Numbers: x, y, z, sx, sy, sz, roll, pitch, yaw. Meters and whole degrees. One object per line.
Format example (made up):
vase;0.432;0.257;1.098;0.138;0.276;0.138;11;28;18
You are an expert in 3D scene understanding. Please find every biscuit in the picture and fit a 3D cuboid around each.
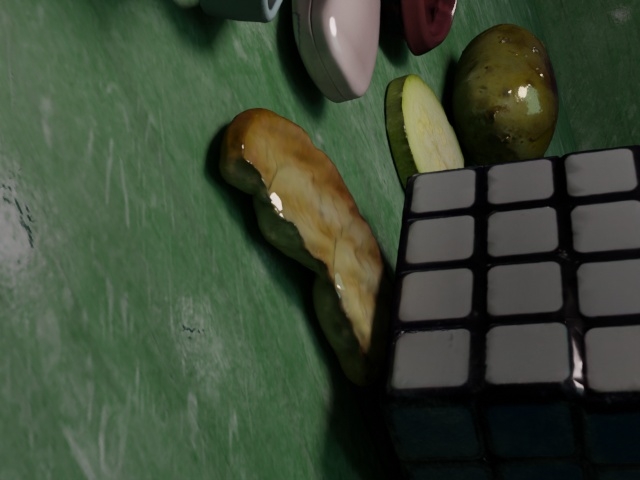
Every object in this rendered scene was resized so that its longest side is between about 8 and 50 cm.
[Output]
biscuit;0.000;-0.004;0.846;0.299;0.045;0.154;60;28;-30

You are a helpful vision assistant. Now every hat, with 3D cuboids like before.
hat;0.128;-0.357;1.292;0.205;0.089;0.205;6;90;-67

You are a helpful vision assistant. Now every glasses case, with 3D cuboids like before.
glasses case;0.020;-0.275;1.018;0.113;0.075;0.296;54;31;-43

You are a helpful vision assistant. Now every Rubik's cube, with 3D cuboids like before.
Rubik's cube;0.267;0.138;0.945;0.343;0.337;0.344;-79;158;-46

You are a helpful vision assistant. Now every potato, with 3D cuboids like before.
potato;0.309;-0.241;1.553;0.210;0.173;0.307;55;32;-36

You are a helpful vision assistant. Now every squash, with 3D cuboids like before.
squash;0.143;-0.124;1.274;0.219;0.041;0.219;43;37;-45

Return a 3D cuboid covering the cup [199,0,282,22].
cup;-0.028;-0.377;0.738;0.331;0.257;0.311;61;25;-27
